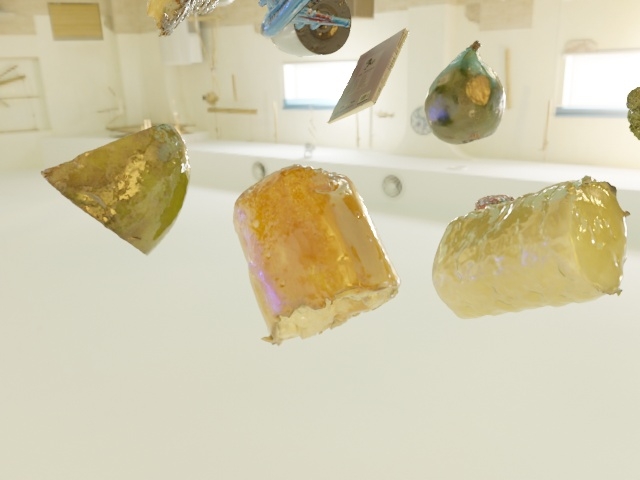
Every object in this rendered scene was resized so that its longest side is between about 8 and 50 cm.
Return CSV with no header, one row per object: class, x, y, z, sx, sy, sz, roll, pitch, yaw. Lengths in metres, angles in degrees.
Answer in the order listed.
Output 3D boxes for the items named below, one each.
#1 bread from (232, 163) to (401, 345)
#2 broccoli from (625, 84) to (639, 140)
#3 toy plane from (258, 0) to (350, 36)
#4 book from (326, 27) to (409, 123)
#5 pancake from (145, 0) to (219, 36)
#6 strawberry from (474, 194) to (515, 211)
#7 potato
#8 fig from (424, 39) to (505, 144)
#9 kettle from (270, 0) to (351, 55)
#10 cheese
bread,-0.049,0.028,1.314,0.361,0.394,0.250,-28,172,25
broccoli,0.628,-0.242,1.044,0.130,0.131,0.120,-45,-171,-5
toy plane,-0.065,-0.533,1.253,0.254,0.105,0.271,23,167,-28
book,0.084,-0.292,1.003,0.127,0.014,0.181,-12,-133,52
pancake,-0.207,-0.438,0.950,0.057,0.266,0.244,34,175,-9
strawberry,0.515,-0.082,1.687,0.192,0.140,0.085,-17,-140,-26
potato,-0.381,-0.145,1.148,0.255,0.269,0.112,-53,-165,-11
fig,0.355,-0.359,1.369,0.196,0.244,0.195,4,169,1
kettle,-0.054,-0.596,1.488,0.161,0.221,0.236,-37,-154,-11
cheese,0.198,0.010,0.549,0.094,0.123,0.167,29,153,-26
